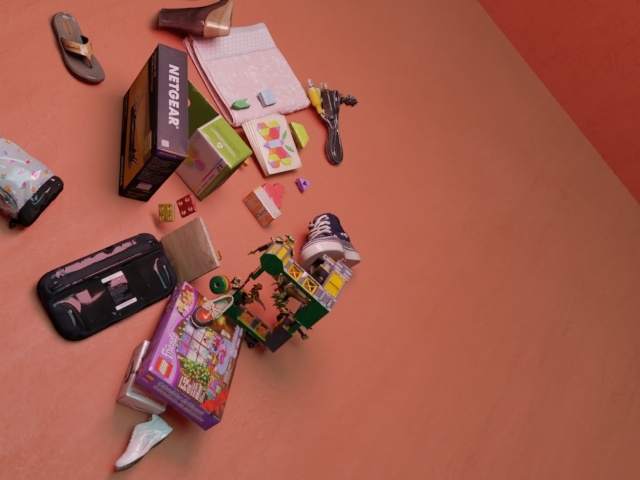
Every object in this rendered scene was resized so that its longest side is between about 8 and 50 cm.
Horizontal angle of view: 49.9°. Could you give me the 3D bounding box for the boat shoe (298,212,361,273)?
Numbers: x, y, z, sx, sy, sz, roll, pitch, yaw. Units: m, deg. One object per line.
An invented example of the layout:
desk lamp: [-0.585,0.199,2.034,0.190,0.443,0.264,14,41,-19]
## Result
boat shoe: [0.000,0.000,1.886,0.158,0.127,0.340,63,11,15]

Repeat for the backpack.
backpack: [-0.669,-0.136,1.497,0.182,0.115,0.152,39,51,-12]

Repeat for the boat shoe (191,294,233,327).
boat shoe: [-0.251,0.162,1.602,0.049,0.043,0.137,56,28,3]

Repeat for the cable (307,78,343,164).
cable: [0.025,-0.384,2.226,0.139,0.072,0.287,-12,92,-61]

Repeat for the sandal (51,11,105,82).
sandal: [-0.623,-0.506,1.774,0.090,0.060,0.219,-15,76,-42]

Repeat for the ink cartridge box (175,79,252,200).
ink cartridge box: [-0.327,-0.260,1.786,0.255,0.189,0.097,49,48,-4]

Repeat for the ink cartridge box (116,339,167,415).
ink cartridge box: [-0.377,0.306,1.523,0.099,0.056,0.135,29,51,-24]

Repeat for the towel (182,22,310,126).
towel: [-0.217,-0.515,2.108,0.332,0.053,0.317,-25,83,-43]

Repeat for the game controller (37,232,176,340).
game controller: [-0.475,0.100,1.569,0.319,0.067,0.166,-28,100,-43]

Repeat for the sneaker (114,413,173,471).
sneaker: [-0.385,0.429,1.458,0.061,0.054,0.152,47,40,5]

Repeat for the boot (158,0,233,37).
boot: [-0.365,-0.675,2.035,0.206,0.090,0.248,6,36,-7]

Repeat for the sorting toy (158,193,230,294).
sorting toy: [-0.314,0.020,1.689,0.046,0.132,0.275,-1,67,-64]

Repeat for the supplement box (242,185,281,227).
supplement box: [-0.163,-0.093,1.909,0.098,0.062,0.036,53,45,-1]

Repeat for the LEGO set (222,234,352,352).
LEGO set: [-0.082,0.110,1.698,0.255,0.331,0.192,35,40,0]

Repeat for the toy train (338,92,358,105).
toy train: [0.063,-0.483,2.330,0.158,0.027,0.036,1,55,-37]

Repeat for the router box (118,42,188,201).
router box: [-0.412,-0.286,1.695,0.081,0.243,0.309,13,58,-33]

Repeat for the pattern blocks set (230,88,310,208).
pattern blocks set: [-0.138,-0.280,2.016,0.285,0.026,0.325,-39,102,-41]

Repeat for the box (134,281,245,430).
box: [-0.283,0.254,1.554,0.201,0.057,0.293,42,30,-21]
